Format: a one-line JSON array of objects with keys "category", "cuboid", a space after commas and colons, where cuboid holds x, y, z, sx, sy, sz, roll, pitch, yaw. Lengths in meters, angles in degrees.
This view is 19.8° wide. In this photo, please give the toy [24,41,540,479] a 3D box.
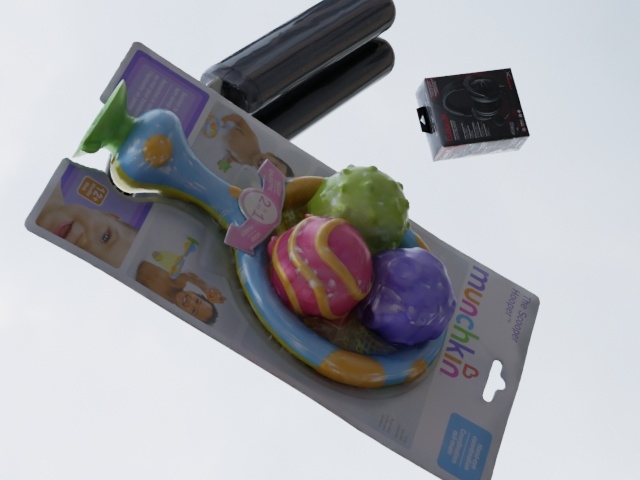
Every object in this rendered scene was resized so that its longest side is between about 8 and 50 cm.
[{"category": "toy", "cuboid": [0.000, 0.000, 0.828, 0.237, 0.056, 0.137, 30, -135, -7]}]

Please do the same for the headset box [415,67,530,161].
[{"category": "headset box", "cuboid": [0.116, -0.100, 1.454, 0.083, 0.032, 0.062, -7, -110, -16]}]

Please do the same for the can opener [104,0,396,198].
[{"category": "can opener", "cuboid": [-0.030, -0.076, 1.171, 0.283, 0.095, 0.076, -36, -41, -38]}]
